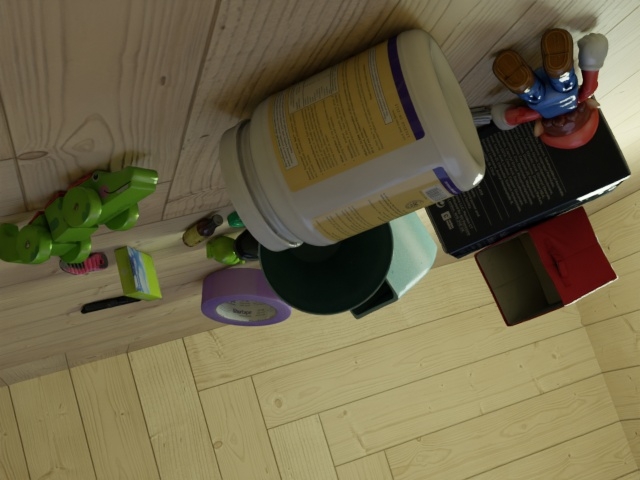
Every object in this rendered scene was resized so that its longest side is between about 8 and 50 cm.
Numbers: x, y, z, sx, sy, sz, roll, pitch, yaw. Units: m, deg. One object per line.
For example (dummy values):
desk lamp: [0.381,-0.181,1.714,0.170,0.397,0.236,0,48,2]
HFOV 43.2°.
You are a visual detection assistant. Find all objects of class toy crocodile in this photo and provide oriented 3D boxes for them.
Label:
toy crocodile: [-0.406,-0.041,1.337,0.340,0.105,0.115,-29,165,29]

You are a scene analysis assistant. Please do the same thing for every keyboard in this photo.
keyboard: [-0.588,0.176,2.313,0.180,0.023,0.108,-13,175,-29]

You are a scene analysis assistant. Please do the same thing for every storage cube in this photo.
storage cube: [0.496,0.057,1.795,0.193,0.184,0.215,-20,172,-32]

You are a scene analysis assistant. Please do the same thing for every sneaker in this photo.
sneaker: [-0.099,-0.019,1.955,0.227,0.087,0.130,-15,168,-32]
sneaker: [-0.521,0.053,1.755,0.057,0.047,0.119,-11,174,35]

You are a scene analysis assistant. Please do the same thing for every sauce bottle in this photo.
sauce bottle: [-0.258,-0.023,1.782,0.042,0.042,0.128,-8,167,-41]

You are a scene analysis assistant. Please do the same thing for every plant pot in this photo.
plant pot: [0.000,0.000,1.796,0.290,0.290,0.195,-17,-167,-5]
plant pot: [0.180,0.037,2.299,0.252,0.248,0.247,-30,177,-33]

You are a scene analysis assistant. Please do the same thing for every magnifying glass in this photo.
magnifying glass: [-0.109,-0.066,1.869,0.230,0.026,0.092,-9,166,-33]

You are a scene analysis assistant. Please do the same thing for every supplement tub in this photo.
supplement tub: [0.046,-0.134,1.177,0.331,0.241,0.241,-21,169,20]

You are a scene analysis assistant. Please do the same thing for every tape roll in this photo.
tape roll: [-0.223,0.176,2.456,0.274,0.090,0.275,2,155,1]

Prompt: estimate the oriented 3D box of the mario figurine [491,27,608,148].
mario figurine: [0.402,-0.282,1.447,0.198,0.170,0.320,17,175,29]

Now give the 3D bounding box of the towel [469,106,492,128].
towel: [0.204,-0.196,1.681,0.209,0.034,0.285,-11,168,-28]

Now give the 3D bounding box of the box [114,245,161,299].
box: [-0.418,0.078,1.849,0.042,0.109,0.178,-17,169,4]

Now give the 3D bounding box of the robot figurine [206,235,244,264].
robot figurine: [-0.232,0.025,1.996,0.101,0.067,0.115,11,175,12]

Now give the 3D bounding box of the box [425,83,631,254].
box: [0.421,-0.134,1.746,0.395,0.212,0.293,-25,172,11]
